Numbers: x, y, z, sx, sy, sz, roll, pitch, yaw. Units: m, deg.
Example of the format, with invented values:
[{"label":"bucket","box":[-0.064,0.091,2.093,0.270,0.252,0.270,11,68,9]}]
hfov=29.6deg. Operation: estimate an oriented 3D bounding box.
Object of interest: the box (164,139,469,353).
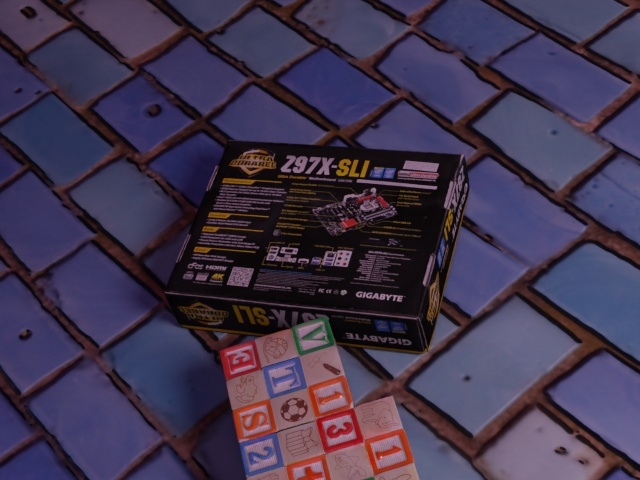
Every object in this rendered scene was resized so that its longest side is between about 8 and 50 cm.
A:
[{"label":"box","box":[0.000,0.000,1.483,0.322,0.079,0.257,4,50,18]}]

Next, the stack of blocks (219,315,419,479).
[{"label":"stack of blocks","box":[0.008,0.228,1.281,0.171,0.087,0.297,-17,49,0]}]
